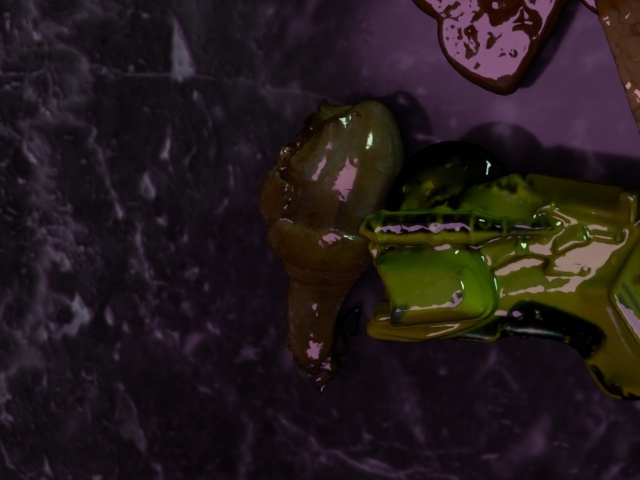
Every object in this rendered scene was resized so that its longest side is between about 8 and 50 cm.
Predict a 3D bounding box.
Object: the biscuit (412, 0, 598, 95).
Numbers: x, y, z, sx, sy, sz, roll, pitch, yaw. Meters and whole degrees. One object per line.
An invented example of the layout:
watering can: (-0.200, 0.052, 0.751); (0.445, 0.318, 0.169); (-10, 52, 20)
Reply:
biscuit: (0.159, -0.249, 0.913); (0.301, 0.043, 0.278); (-12, 93, 21)

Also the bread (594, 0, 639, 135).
bread: (0.279, -0.195, 0.826); (0.236, 0.198, 0.263); (-6, 108, 47)

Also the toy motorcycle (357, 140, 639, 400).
toy motorcycle: (0.198, 0.046, 0.912); (0.342, 0.142, 0.206); (8, 86, 16)

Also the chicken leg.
chicken leg: (0.000, 0.000, 1.012); (0.103, 0.088, 0.228); (16, 113, 8)
